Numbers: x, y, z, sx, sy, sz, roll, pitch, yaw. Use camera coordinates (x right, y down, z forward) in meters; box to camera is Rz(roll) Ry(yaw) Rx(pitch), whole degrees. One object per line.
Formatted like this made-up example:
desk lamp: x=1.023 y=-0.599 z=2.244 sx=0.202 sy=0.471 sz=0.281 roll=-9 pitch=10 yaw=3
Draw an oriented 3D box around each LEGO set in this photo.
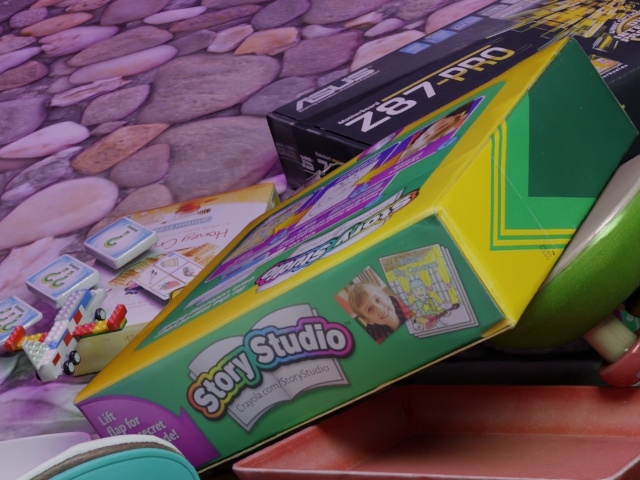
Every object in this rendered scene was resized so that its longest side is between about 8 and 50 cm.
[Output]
LEGO set: x=-0.203 y=0.042 z=1.550 sx=0.182 sy=0.060 sz=0.244 roll=-34 pitch=28 yaw=-18

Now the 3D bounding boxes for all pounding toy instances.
pounding toy: x=0.207 y=0.039 z=1.305 sx=0.183 sy=0.110 sz=0.237 roll=-45 pitch=2 yaw=-10

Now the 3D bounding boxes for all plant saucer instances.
plant saucer: x=0.114 y=0.145 z=1.179 sx=0.258 sy=0.048 sz=0.259 roll=-2 pitch=6 yaw=28

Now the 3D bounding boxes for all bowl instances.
bowl: x=-0.241 y=0.209 z=1.340 sx=0.142 sy=0.053 sz=0.142 roll=-10 pitch=27 yaw=14

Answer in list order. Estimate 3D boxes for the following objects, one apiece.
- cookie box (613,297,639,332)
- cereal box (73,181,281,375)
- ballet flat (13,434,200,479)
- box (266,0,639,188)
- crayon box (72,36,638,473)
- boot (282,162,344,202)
cookie box: x=0.262 y=0.035 z=1.403 sx=0.107 sy=0.040 sz=0.092 roll=-24 pitch=28 yaw=-14
cereal box: x=-0.133 y=0.032 z=1.641 sx=0.173 sy=0.047 sz=0.240 roll=-12 pitch=25 yaw=13
ballet flat: x=-0.238 y=0.261 z=1.163 sx=0.139 sy=0.139 sz=0.400 roll=4 pitch=33 yaw=37
box: x=0.192 y=-0.139 z=1.741 sx=0.395 sy=0.097 sz=0.318 roll=-27 pitch=24 yaw=-21
crayon box: x=0.031 y=0.020 z=1.337 sx=0.363 sy=0.106 sz=0.313 roll=-29 pitch=12 yaw=35
boot: x=-0.003 y=-0.041 z=1.663 sx=0.087 sy=0.042 sz=0.118 roll=-45 pitch=1 yaw=27
